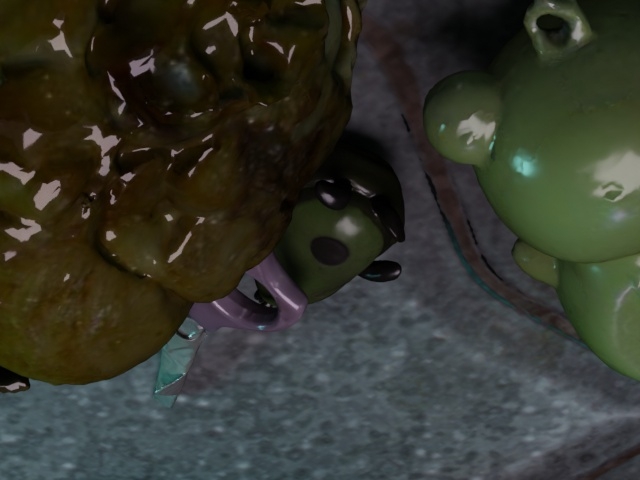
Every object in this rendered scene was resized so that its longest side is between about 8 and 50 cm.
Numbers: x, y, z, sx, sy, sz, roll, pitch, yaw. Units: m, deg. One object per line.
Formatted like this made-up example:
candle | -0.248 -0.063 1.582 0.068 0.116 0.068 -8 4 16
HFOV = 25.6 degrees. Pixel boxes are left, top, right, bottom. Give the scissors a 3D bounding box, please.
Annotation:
scissors | -0.069 0.041 0.698 0.110 0.021 0.212 34 146 8

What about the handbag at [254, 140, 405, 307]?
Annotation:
handbag | 0.000 0.000 0.655 0.072 0.047 0.111 25 140 -14

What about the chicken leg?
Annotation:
chicken leg | -0.123 -0.014 0.544 0.153 0.201 0.429 10 148 -28

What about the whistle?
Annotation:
whistle | 0.150 -0.008 0.611 0.131 0.106 0.288 -23 135 18
